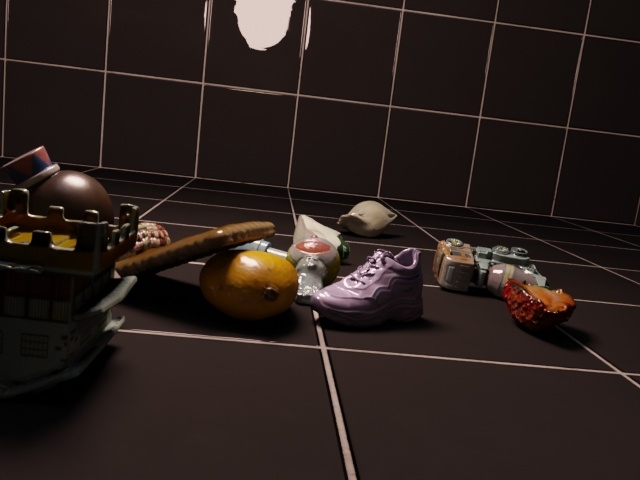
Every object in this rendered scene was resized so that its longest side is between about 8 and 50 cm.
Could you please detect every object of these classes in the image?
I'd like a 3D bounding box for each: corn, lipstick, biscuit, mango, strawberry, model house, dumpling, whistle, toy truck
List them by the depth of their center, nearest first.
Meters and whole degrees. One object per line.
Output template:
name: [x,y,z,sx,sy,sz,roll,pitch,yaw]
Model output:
model house: [-0.348,0.056,0.802,0.199,0.215,0.224,9,9,-5]
mango: [-0.133,0.074,1.162,0.177,0.119,0.317,0,3,-13]
biscuit: [-0.262,0.023,1.182,0.325,0.044,0.217,-17,1,24]
strawberry: [0.431,0.134,1.256,0.141,0.085,0.192,11,13,-23]
whistle: [-0.019,0.059,1.327,0.123,0.122,0.223,7,25,2]
corn: [-0.437,0.019,1.347,0.092,0.092,0.281,12,16,29]
lipstick: [-0.129,0.035,1.498,0.274,0.068,0.061,16,4,11]
toy truck: [0.403,0.080,1.501,0.257,0.107,0.140,10,24,0]
dumpling: [0.152,-0.063,2.147,0.229,0.124,0.151,6,-28,-34]

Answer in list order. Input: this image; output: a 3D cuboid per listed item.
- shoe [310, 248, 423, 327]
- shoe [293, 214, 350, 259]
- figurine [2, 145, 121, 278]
shoe: [0.095,0.083,1.174,0.245,0.137,0.095,0,7,-32]
shoe: [0.000,0.000,1.734,0.110,0.095,0.265,10,14,-16]
figurine: [-0.398,-0.008,0.980,0.158,0.275,0.161,-7,5,6]
